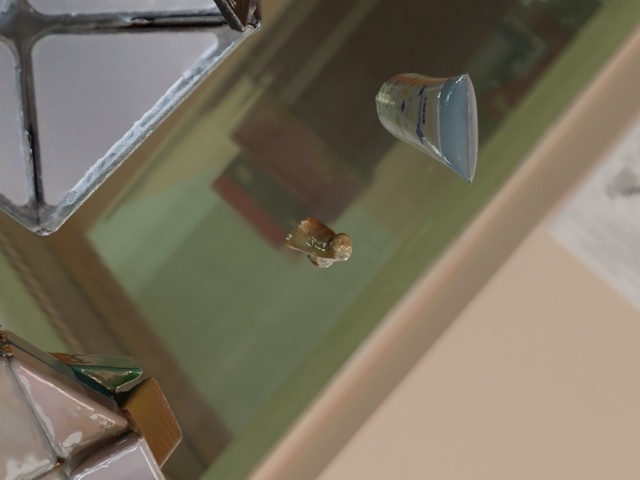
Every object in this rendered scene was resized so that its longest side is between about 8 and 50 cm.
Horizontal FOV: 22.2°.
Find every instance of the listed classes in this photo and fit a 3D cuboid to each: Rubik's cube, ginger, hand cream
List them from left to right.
[{"bbox_3d":[-0.327,0.281,1.856,0.368,0.358,0.387,64,172,-12],"label":"Rubik's cube"},{"bbox_3d":[-0.211,-0.202,1.235,0.255,0.260,0.259,38,-157,-21],"label":"Rubik's cube"},{"bbox_3d":[0.000,-0.001,1.338,0.048,0.030,0.097,33,167,-8],"label":"ginger"},{"bbox_3d":[0.067,-0.078,1.005,0.043,0.065,0.170,-6,-169,-9],"label":"hand cream"}]

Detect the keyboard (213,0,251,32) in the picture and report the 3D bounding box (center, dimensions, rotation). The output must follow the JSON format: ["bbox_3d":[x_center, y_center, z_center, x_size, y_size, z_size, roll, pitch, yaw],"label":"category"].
[{"bbox_3d":[-0.048,-0.193,0.910,0.067,0.011,0.202,57,-156,-32],"label":"keyboard"}]
